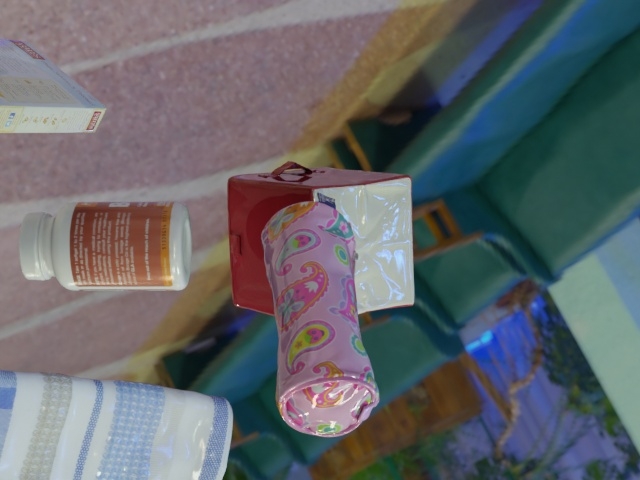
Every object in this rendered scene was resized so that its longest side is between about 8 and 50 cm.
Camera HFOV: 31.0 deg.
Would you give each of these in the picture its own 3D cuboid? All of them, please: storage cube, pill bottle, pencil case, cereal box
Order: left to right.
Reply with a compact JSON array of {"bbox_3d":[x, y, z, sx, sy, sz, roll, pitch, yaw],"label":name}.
[{"bbox_3d":[-0.409,-0.197,1.452,0.240,0.173,0.047,-7,132,-59],"label":"cereal box"},{"bbox_3d":[-0.287,0.007,1.557,0.216,0.121,0.121,0,163,1],"label":"pill bottle"},{"bbox_3d":[-0.002,0.083,1.343,0.124,0.284,0.124,-4,137,-3],"label":"pencil case"},{"bbox_3d":[0.000,0.000,1.607,0.183,0.215,0.193,-8,-168,-38],"label":"storage cube"}]

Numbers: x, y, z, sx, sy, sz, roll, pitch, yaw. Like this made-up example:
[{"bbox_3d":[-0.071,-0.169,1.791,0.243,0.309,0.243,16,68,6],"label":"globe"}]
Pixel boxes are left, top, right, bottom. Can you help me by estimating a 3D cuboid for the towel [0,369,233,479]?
[{"bbox_3d":[-0.179,0.206,0.859,0.034,0.209,0.285,7,173,39],"label":"towel"}]
